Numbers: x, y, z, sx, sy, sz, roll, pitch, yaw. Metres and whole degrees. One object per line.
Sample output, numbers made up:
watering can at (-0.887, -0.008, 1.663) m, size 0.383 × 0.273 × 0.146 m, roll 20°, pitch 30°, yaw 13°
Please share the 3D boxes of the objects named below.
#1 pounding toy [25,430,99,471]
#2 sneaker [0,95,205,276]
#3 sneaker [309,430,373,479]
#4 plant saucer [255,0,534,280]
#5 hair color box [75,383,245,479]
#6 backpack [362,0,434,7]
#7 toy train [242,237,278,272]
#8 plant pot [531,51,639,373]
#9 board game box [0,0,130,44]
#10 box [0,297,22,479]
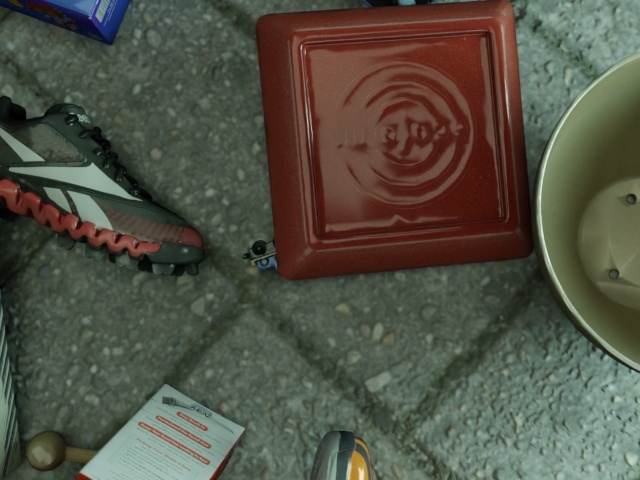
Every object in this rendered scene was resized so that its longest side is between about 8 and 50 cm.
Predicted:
pounding toy at (-0.179, 0.273, 0.807) m, size 0.155 × 0.154 × 0.269 m, roll -44°, pitch 83°, yaw -4°
sneaker at (-0.229, -0.057, 0.884) m, size 0.276 × 0.097 × 0.135 m, roll 23°, pitch 86°, yaw 7°
sneaker at (0.074, 0.330, 0.817) m, size 0.180 × 0.124 × 0.321 m, roll 0°, pitch 93°, yaw -2°
plant saucer at (0.077, -0.100, 0.868) m, size 0.258 × 0.048 × 0.259 m, roll -5°, pitch 92°, yaw -6°
hair color box at (-0.142, 0.203, 0.807) m, size 0.093 × 0.167 × 0.053 m, roll 28°, pitch 113°, yaw 7°
backpack at (0.076, -0.322, 0.897) m, size 0.158 × 0.117 × 0.173 m, roll -28°, pitch 112°, yaw 11°
toy train at (0.000, 0.000, 0.903) m, size 0.158 × 0.027 × 0.036 m, roll -17°, pitch 94°, yaw -1°
plant pot at (0.315, -0.011, 0.807) m, size 0.284 × 0.191 × 0.284 m, roll 0°, pitch 82°, yaw 2°
board game box at (-0.269, -0.409, 0.946) m, size 0.233 × 0.078 × 0.347 m, roll 20°, pitch 83°, yaw 5°
box at (-0.358, 0.093, 0.828) m, size 0.113 × 0.094 × 0.275 m, roll -1°, pitch 99°, yaw 13°
